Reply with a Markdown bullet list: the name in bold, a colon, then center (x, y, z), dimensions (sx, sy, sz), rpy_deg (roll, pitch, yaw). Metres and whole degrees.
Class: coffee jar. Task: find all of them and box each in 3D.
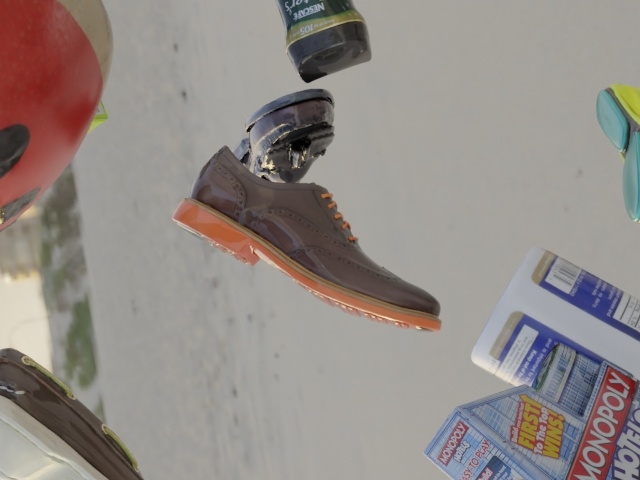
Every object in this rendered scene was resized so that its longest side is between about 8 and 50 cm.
- **coffee jar**: center (-0.008, -0.273, 1.435), dimensions (0.079, 0.096, 0.184), rpy_deg (40, -149, -76)

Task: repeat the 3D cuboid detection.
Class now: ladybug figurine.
- **ladybug figurine**: center (-0.302, -0.085, 0.881), dimensions (0.449, 0.305, 0.162), rpy_deg (150, 120, -63)

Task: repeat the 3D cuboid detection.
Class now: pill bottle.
- **pill bottle**: center (0.227, 0.095, 1.036), dimensions (0.112, 0.187, 0.112), rpy_deg (-57, -10, -17)

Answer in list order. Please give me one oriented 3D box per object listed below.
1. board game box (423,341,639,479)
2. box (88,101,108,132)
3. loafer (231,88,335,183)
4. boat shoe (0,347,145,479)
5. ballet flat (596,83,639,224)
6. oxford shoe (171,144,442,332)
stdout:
- **board game box**: center (0.179, 0.147, 0.874), dimensions (0.194, 0.194, 0.060), rpy_deg (-54, -6, -49)
- **box**: center (-0.274, -0.113, 1.159), dimensions (0.042, 0.178, 0.109), rpy_deg (-8, -109, -52)
- **loafer**: center (-0.038, -0.099, 1.536), dimensions (0.302, 0.109, 0.095), rpy_deg (142, 112, -73)
- **boat shoe**: center (-0.240, 0.242, 1.334), dimensions (0.324, 0.117, 0.096), rpy_deg (47, -146, -24)
- **ballet flat**: center (0.359, -0.100, 1.398), dimensions (0.231, 0.077, 0.077), rpy_deg (-92, 5, -52)
- **oxford shoe**: center (0.000, 0.000, 1.192), dimensions (0.098, 0.271, 0.097), rpy_deg (-62, -6, -6)
